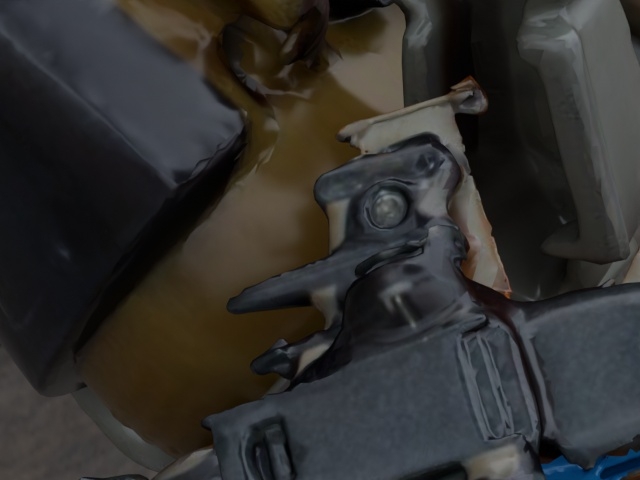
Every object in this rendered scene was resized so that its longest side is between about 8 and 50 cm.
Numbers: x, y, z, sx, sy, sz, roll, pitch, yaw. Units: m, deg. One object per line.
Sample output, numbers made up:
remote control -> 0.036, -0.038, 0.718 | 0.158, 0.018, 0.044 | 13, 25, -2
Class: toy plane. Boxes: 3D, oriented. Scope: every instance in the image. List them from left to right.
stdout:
toy plane -> -0.002, 0.042, 0.362 | 0.188, 0.062, 0.135 | -14, 67, 2

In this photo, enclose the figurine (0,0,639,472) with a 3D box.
figurine -> 0.000, 0.000, 0.481 | 0.308, 0.308, 0.143 | 32, 38, 11
